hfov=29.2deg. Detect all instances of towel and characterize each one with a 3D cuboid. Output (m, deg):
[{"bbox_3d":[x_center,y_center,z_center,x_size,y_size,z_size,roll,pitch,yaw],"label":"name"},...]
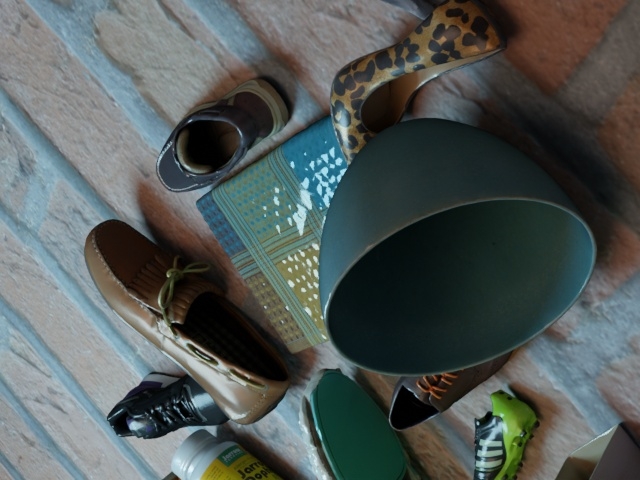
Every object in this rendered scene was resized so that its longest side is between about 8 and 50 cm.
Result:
[{"bbox_3d":[0.000,0.000,1.611,0.370,0.040,0.271,-26,97,52],"label":"towel"}]

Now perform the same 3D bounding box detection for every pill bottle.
[{"bbox_3d":[-0.136,0.397,1.973,0.208,0.117,0.117,34,137,24],"label":"pill bottle"}]

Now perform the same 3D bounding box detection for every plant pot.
[{"bbox_3d":[0.335,0.300,1.436,0.096,0.109,0.109,40,140,1],"label":"plant pot"},{"bbox_3d":[0.123,-0.017,1.320,0.290,0.290,0.195,108,153,-45],"label":"plant pot"}]

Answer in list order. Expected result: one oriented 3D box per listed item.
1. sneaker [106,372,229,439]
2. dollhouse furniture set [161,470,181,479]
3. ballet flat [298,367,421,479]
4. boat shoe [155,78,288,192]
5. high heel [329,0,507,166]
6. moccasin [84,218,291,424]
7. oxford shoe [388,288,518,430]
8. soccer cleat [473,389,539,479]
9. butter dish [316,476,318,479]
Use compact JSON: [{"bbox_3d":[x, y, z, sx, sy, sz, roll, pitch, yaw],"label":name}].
[{"bbox_3d":[-0.240,0.281,1.989,0.283,0.124,0.107,-17,105,50],"label":"sneaker"},{"bbox_3d":[-0.191,0.543,2.119,0.262,0.135,0.259,40,139,18],"label":"dollhouse furniture set"},{"bbox_3d":[0.078,0.373,1.711,0.409,0.147,0.147,55,141,0],"label":"ballet flat"},{"bbox_3d":[-0.153,-0.127,1.629,0.285,0.092,0.103,-23,99,51],"label":"boat shoe"},{"bbox_3d":[0.105,-0.153,1.340,0.186,0.093,0.261,32,128,35],"label":"high heel"},{"bbox_3d":[-0.196,0.104,1.808,0.380,0.139,0.147,47,135,13],"label":"moccasin"},{"bbox_3d":[0.164,0.155,1.494,0.097,0.098,0.271,36,141,5],"label":"oxford shoe"},{"bbox_3d":[0.222,0.263,1.562,0.072,0.060,0.179,42,134,30],"label":"soccer cleat"},{"bbox_3d":[0.026,0.436,1.833,0.160,0.118,0.160,33,137,24],"label":"butter dish"}]
